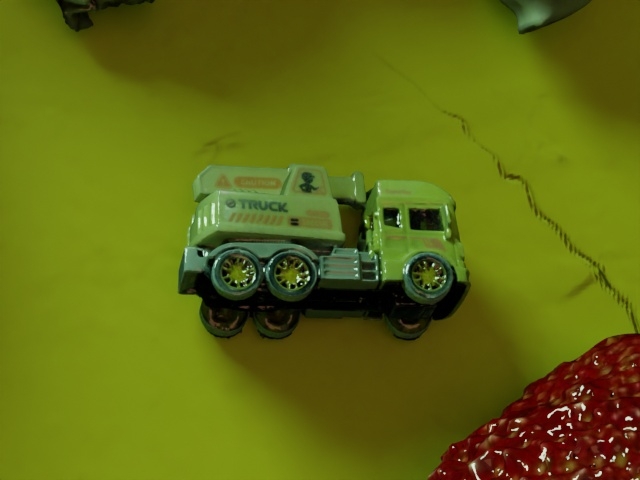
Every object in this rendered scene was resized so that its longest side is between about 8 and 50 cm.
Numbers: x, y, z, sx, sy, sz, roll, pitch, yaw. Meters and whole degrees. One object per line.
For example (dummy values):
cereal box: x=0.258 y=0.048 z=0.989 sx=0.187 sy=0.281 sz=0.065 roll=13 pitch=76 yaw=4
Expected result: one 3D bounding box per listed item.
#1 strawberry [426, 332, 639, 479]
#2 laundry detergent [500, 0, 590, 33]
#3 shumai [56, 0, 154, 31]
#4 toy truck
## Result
strawberry: x=0.150 y=0.176 z=1.087 sx=0.261 sy=0.261 sz=0.258 roll=-10 pitch=76 yaw=-13
laundry detergent: x=0.117 y=-0.274 z=1.227 sx=0.143 sy=0.094 sz=0.290 roll=-13 pitch=87 yaw=-27
shumai: x=-0.134 y=-0.170 z=1.164 sx=0.080 sy=0.082 sz=0.083 roll=-5 pitch=59 yaw=-12
toy truck: x=0.000 y=0.000 z=1.165 sx=0.168 sy=0.077 sz=0.100 roll=1 pitch=68 yaw=-9
